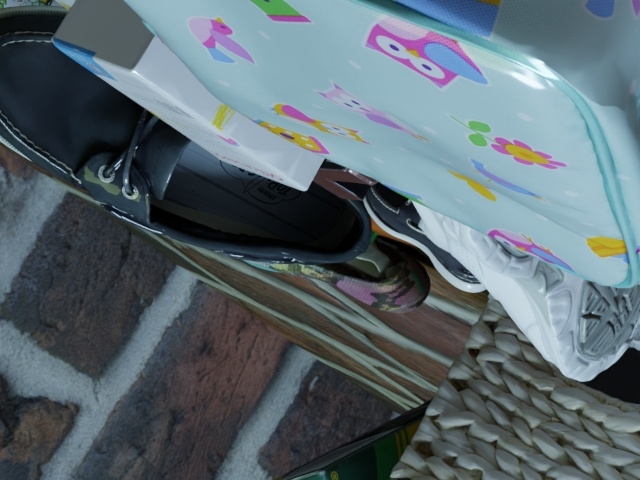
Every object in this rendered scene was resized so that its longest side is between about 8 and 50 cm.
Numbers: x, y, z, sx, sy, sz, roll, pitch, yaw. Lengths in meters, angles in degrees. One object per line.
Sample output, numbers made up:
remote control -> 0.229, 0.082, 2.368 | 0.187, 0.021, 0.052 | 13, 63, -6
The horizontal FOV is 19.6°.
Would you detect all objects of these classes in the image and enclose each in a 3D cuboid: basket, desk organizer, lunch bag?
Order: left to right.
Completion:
desk organizer -> 0.025, -0.056, 1.234 | 0.050, 0.047, 0.130 | 31, 174, -18
lunch bag -> 0.048, -0.083, 0.680 | 0.224, 0.108, 0.279 | 23, 173, 19
basket -> 0.256, 0.215, 1.278 | 0.331, 0.266, 0.328 | 37, 172, -31

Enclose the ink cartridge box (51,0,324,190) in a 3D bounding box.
ink cartridge box -> -0.045, -0.096, 0.956 | 0.143, 0.090, 0.092 | 34, 174, -37

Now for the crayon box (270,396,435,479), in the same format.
crayon box -> 0.137, 0.284, 1.497 | 0.106, 0.363, 0.313 | -25, 87, 41

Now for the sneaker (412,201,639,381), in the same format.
sneaker -> 0.120, -0.003, 1.109 | 0.115, 0.090, 0.232 | 34, 168, 44

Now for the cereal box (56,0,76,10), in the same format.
cereal box -> -0.130, -0.161, 1.087 | 0.173, 0.047, 0.240 | 36, 175, -38

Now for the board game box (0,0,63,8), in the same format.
board game box -> -0.320, -0.217, 1.535 | 0.193, 0.053, 0.305 | 36, 172, -36

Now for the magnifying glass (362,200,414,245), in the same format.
magnifying glass -> 0.036, -0.020, 1.537 | 0.092, 0.026, 0.231 | 34, 172, -25

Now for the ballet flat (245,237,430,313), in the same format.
ballet flat -> 0.000, 0.000, 1.686 | 0.221, 0.077, 0.079 | 22, 151, 29

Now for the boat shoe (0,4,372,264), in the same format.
boat shoe -> -0.103, -0.064, 1.339 | 0.340, 0.127, 0.113 | 31, -177, -27

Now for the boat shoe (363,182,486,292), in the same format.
boat shoe -> 0.080, -0.013, 1.338 | 0.125, 0.046, 0.038 | 45, 139, 33
